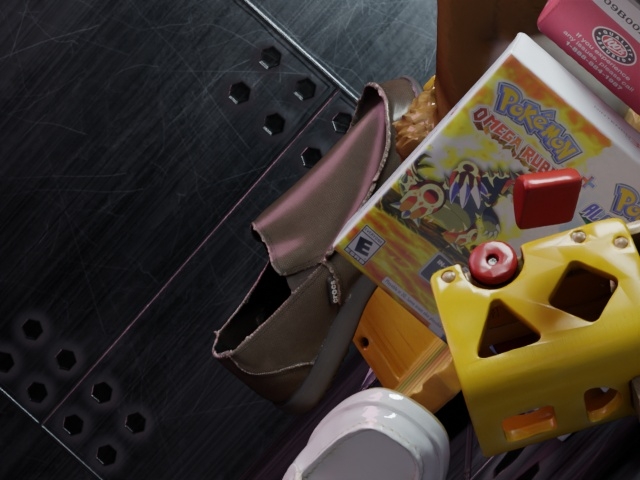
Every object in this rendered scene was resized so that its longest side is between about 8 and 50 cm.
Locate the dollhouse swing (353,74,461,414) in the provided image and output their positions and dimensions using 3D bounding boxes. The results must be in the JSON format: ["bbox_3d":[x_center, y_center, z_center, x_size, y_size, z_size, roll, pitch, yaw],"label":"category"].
[{"bbox_3d":[0.086,0.023,1.616,0.305,0.315,0.347,-23,-17,-41],"label":"dollhouse swing"}]

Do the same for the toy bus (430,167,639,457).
[{"bbox_3d":[0.163,0.051,0.884,0.202,0.191,0.104,-49,42,40],"label":"toy bus"}]

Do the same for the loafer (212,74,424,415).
[{"bbox_3d":[0.000,0.000,1.581,0.366,0.130,0.134,-67,22,9],"label":"loafer"}]

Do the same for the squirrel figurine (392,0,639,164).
[{"bbox_3d":[0.262,-0.168,1.343,0.370,0.281,0.397,-40,-2,-36],"label":"squirrel figurine"}]

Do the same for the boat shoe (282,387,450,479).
[{"bbox_3d":[0.001,0.209,1.113,0.096,0.098,0.277,-48,-8,-46],"label":"boat shoe"}]

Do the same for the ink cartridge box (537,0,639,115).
[{"bbox_3d":[0.276,-0.150,0.896,0.117,0.207,0.283,-49,0,-22],"label":"ink cartridge box"}]

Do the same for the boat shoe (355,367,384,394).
[{"bbox_3d":[0.058,0.205,1.807,0.183,0.065,0.083,-59,0,19],"label":"boat shoe"}]

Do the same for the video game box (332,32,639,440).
[{"bbox_3d":[0.143,0.003,1.018,0.187,0.205,0.048,-49,3,27],"label":"video game box"}]
